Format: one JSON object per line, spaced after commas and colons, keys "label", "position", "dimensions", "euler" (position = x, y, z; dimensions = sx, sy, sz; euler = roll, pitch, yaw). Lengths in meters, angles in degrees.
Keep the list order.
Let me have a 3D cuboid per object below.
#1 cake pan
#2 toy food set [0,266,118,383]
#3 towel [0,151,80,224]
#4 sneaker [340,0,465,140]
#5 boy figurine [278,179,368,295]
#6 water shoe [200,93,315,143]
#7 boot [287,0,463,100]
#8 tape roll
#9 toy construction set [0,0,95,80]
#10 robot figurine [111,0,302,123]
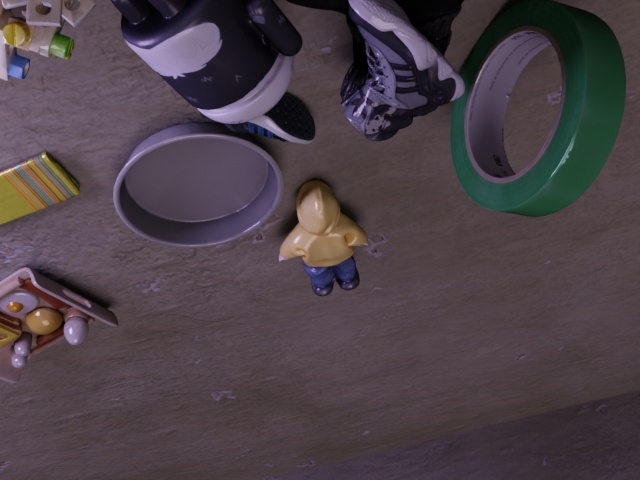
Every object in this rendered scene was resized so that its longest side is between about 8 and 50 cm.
{"label": "cake pan", "position": [-0.212, -0.097, 1.517], "dimensions": [0.293, 0.054, 0.293], "euler": [-8, 142, -6]}
{"label": "toy food set", "position": [-0.590, 0.185, 1.739], "dimensions": [0.306, 0.092, 0.220], "euler": [-30, 140, 20]}
{"label": "towel", "position": [-0.538, -0.077, 1.482], "dimensions": [0.237, 0.021, 0.102], "euler": [-19, 137, 11]}
{"label": "sneaker", "position": [0.082, -0.220, 1.159], "dimensions": [0.153, 0.101, 0.269], "euler": [-41, 147, 15]}
{"label": "boy figurine", "position": [0.000, 0.000, 1.672], "dimensions": [0.177, 0.092, 0.285], "euler": [-14, 142, 3]}
{"label": "water shoe", "position": [-0.101, -0.205, 1.416], "dimensions": [0.203, 0.072, 0.080], "euler": [19, 159, -35]}
{"label": "boot", "position": [0.056, -0.301, 1.244], "dimensions": [0.348, 0.131, 0.260], "euler": [-3, 142, -25]}
{"label": "tape roll", "position": [0.317, -0.198, 1.317], "dimensions": [0.077, 0.321, 0.321], "euler": [7, 138, -26]}
{"label": "toy construction set", "position": [-0.343, -0.316, 1.036], "dimensions": [0.151, 0.214, 0.328], "euler": [21, 174, -20]}
{"label": "robot figurine", "position": [-0.152, -0.280, 1.170], "dimensions": [0.173, 0.209, 0.278], "euler": [-43, 136, 4]}
